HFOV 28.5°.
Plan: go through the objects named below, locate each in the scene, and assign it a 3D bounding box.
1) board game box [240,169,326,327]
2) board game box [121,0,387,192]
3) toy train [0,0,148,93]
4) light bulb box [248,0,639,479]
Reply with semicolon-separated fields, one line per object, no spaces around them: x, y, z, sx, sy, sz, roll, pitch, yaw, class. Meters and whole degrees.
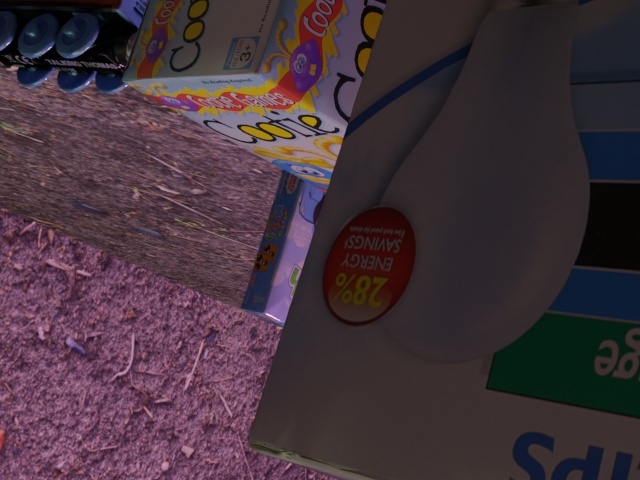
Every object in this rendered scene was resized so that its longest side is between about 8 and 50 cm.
0.000;0.000;1.393;0.039;0.212;0.160;9;167;37;board game box
0.021;-0.124;0.914;0.142;0.144;0.275;5;165;45;board game box
-0.209;-0.185;1.067;0.184;0.105;0.080;9;158;35;toy train
0.196;-0.006;0.657;0.225;0.361;0.358;27;165;-39;light bulb box
